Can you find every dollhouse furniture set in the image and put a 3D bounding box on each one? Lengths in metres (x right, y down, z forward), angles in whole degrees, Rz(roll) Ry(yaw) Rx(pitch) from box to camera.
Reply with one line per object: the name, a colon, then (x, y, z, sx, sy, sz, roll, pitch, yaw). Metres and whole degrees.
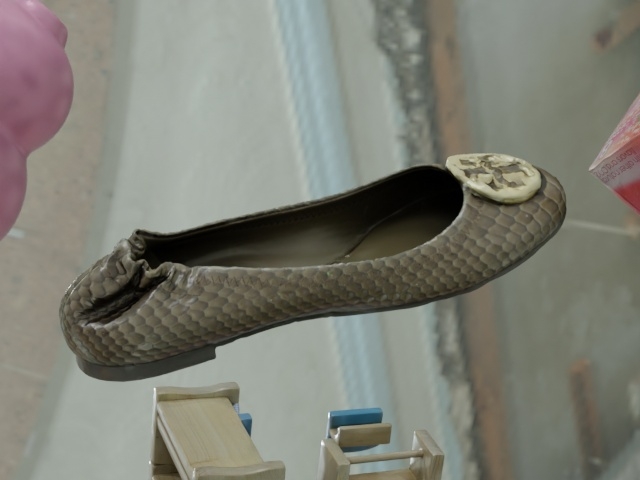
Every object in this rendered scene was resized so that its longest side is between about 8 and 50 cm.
dollhouse furniture set: (-0.024, 0.190, 1.271, 0.184, 0.129, 0.129, -2, -65, -20)

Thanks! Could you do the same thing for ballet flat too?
ballet flat: (0.000, 0.000, 0.782, 0.250, 0.084, 0.058, -16, -63, -15)

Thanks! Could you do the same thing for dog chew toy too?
dog chew toy: (-0.310, -0.046, 1.232, 0.332, 0.207, 0.206, -48, -44, -8)

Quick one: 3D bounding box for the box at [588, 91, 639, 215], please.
box: (0.310, -0.090, 0.955, 0.154, 0.300, 0.142, 41, -121, -6)
